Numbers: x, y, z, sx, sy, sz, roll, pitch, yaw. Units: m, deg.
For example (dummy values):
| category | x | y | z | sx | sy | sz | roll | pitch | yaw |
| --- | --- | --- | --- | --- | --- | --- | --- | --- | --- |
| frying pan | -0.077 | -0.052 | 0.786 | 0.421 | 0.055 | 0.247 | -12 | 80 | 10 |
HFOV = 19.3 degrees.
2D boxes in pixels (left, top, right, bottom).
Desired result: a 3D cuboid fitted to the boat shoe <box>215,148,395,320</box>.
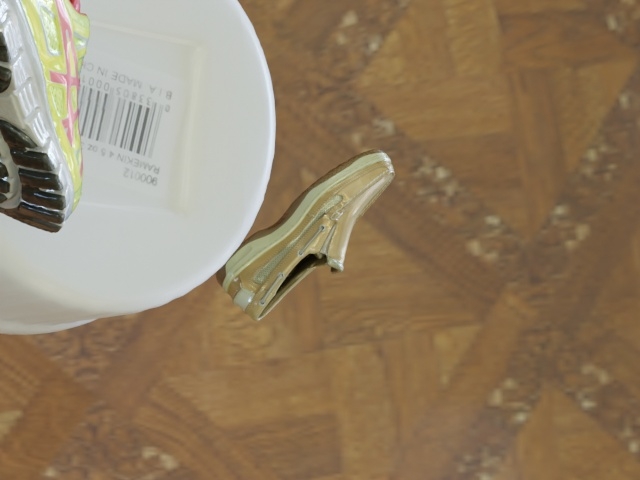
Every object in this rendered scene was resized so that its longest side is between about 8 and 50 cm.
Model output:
| category | x | y | z | sx | sy | sz | roll | pitch | yaw |
| --- | --- | --- | --- | --- | --- | --- | --- | --- | --- |
| boat shoe | 0.000 | 0.000 | 1.682 | 0.190 | 0.068 | 0.072 | -41 | 67 | 2 |

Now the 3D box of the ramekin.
| category | x | y | z | sx | sy | sz | roll | pitch | yaw |
| --- | --- | --- | --- | --- | --- | --- | --- | --- | --- |
| ramekin | -0.162 | -0.076 | 1.221 | 0.277 | 0.135 | 0.277 | 1 | 88 | -36 |

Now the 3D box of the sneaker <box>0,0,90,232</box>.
| category | x | y | z | sx | sy | sz | roll | pitch | yaw |
| --- | --- | --- | --- | --- | --- | --- | --- | --- | --- |
| sneaker | -0.151 | -0.088 | 0.989 | 0.081 | 0.208 | 0.094 | 21 | 54 | 15 |
